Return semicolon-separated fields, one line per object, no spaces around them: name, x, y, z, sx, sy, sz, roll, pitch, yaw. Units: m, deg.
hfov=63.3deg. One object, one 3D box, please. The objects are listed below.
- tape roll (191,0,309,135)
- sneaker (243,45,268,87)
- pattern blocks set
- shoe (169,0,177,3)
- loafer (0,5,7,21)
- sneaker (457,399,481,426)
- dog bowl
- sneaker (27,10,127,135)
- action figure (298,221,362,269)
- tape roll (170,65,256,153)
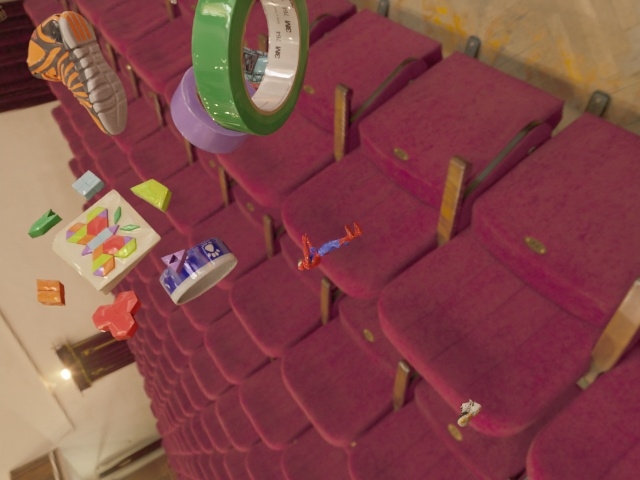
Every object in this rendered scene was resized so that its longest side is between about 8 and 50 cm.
tape roll;-0.122;-0.369;1.001;0.077;0.321;0.321;14;132;20
sneaker;-0.238;-0.506;1.472;0.261;0.125;0.104;18;100;14
pattern blocks set;-0.378;0.002;0.914;0.324;0.285;0.026;23;156;24
shoe;-0.366;-0.581;1.170;0.178;0.081;0.064;-124;40;-71
loafer;-0.975;-0.573;1.467;0.096;0.267;0.084;-85;-29;-49
sneaker;0.332;0.395;1.190;0.037;0.083;0.032;31;125;37
dog bowl;-0.429;0.108;1.836;0.104;0.265;0.265;52;155;6
sneaker;-0.650;-0.426;1.388;0.180;0.124;0.321;-9;111;23
action figure;0.000;0.000;1.770;0.280;0.091;0.139;-40;76;34
tape roll;-0.232;-0.296;1.161;0.080;0.189;0.189;-36;79;50
